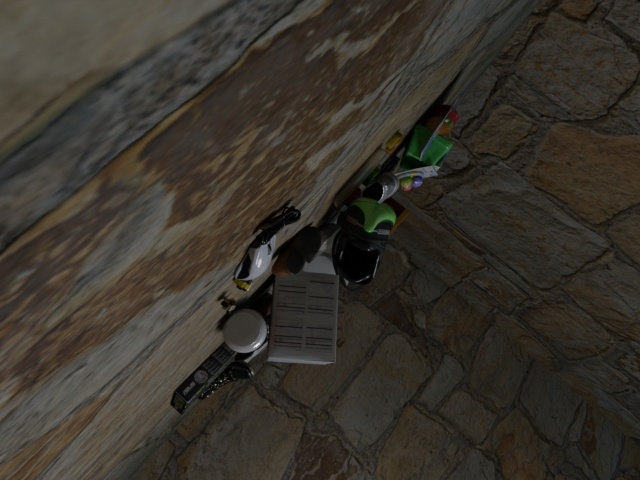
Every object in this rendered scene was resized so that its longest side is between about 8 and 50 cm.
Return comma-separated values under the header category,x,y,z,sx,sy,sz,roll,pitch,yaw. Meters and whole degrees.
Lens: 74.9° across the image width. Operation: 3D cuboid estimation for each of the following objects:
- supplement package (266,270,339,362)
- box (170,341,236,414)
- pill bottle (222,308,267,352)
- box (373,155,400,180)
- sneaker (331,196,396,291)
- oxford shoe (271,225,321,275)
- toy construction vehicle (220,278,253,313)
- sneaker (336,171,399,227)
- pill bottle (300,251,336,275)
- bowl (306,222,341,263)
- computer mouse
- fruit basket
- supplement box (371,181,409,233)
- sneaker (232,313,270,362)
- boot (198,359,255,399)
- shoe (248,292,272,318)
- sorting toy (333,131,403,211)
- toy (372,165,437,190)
category,x,y,z,sx,sy,sz,roll,pitch,yaw
supplement package,-0.059,0.247,1.313,0.199,0.198,0.262,116,-21,-70
box,-0.410,0.483,1.505,0.270,0.060,0.216,-45,173,-37
pill bottle,-0.211,0.256,1.182,0.121,0.121,0.216,-47,175,-15
box,0.264,-0.272,1.752,0.162,0.029,0.116,-46,173,-11
sneaker,0.103,0.053,1.333,0.482,0.186,0.202,92,22,-60
oxford shoe,-0.065,0.024,1.117,0.076,0.076,0.212,-16,-162,35
toy construction vehicle,-0.182,0.110,0.895,0.085,0.035,0.098,-60,177,0
sneaker,0.141,-0.128,1.437,0.281,0.105,0.115,-49,166,27
pill bottle,-0.002,0.132,1.717,0.169,0.169,0.301,-49,175,-4
bowl,0.000,0.000,1.429,0.142,0.053,0.142,-51,174,31
computer mouse,-0.106,0.021,0.793,0.106,0.042,0.193,-44,173,-48
fruit basket,0.459,-0.417,1.608,0.353,0.166,0.327,-52,175,-5
supplement box,0.203,-0.095,1.620,0.129,0.194,0.191,-47,174,-18
sneaker,-0.299,0.475,1.990,0.330,0.122,0.146,-47,176,-21
boot,-0.390,0.556,1.651,0.237,0.085,0.179,-9,-162,37
shoe,-0.193,0.224,1.431,0.081,0.064,0.178,-50,180,-2
sorting toy,0.156,-0.207,1.278,0.307,0.041,0.229,-49,175,3
toy,0.318,-0.220,1.591,0.238,0.056,0.137,-7,173,23
